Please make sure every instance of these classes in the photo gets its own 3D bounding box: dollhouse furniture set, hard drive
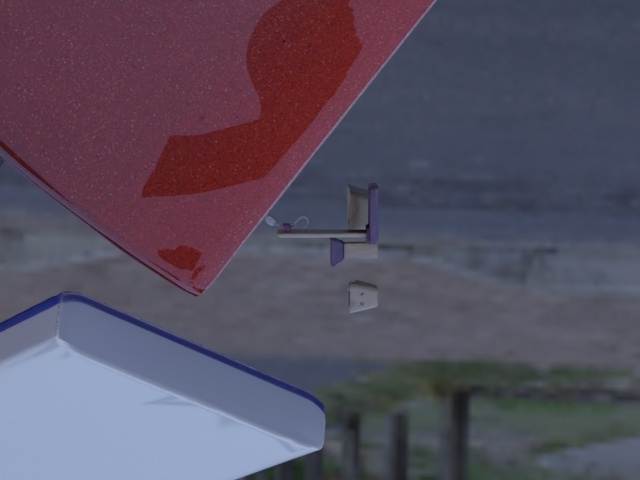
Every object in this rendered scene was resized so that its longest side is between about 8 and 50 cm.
[{"bbox_3d":[0.000,0.000,1.449,0.081,0.091,0.114,0,-173,-1],"label":"dollhouse furniture set"},{"bbox_3d":[-0.182,0.130,1.274,0.210,0.040,0.319,26,144,-36],"label":"hard drive"}]

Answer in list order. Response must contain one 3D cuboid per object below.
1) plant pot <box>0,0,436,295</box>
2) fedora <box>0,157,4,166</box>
[{"bbox_3d":[-0.106,-0.180,1.072,0.236,0.267,0.267,25,122,-24],"label":"plant pot"},{"bbox_3d":[-0.350,-0.072,1.430,0.124,0.243,0.275,45,167,-26],"label":"fedora"}]
